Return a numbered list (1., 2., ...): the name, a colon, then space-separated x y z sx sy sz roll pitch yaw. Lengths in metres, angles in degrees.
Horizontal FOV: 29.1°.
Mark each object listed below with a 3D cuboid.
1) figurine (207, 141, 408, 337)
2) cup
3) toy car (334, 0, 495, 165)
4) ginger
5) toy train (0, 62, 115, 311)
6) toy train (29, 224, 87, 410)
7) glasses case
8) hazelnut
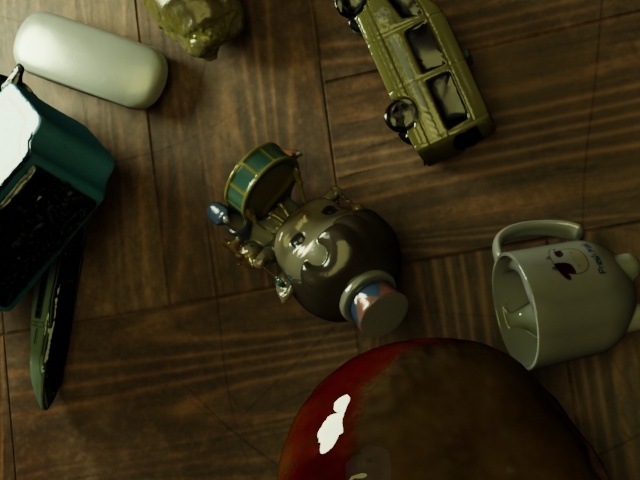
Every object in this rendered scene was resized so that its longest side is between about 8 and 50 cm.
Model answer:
1. figurine: 0.001 0.005 1.477 0.275 0.158 0.161 36 69 20
2. cup: 0.277 0.060 1.398 0.142 0.173 0.134 -11 109 -12
3. toy car: 0.116 -0.224 1.501 0.124 0.101 0.256 -24 77 10
4. ginger: -0.195 -0.347 1.623 0.109 0.116 0.263 -31 63 -30
5. toy train: -0.430 -0.070 1.596 0.300 0.188 0.265 -50 50 7
6. toy train: -0.361 0.098 1.643 0.048 0.055 0.252 7 84 19
7. glasses case: -0.313 -0.244 1.669 0.233 0.059 0.092 19 88 21
8. hazelnut: 0.141 0.302 1.313 0.359 0.359 0.409 -33 78 12
